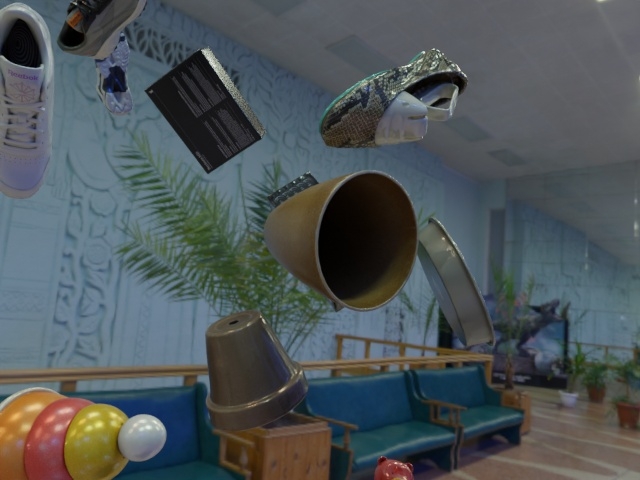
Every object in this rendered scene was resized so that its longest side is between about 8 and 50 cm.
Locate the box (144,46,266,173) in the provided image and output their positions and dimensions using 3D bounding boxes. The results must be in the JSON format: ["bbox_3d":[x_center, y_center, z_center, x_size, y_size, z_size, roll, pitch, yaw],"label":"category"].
[{"bbox_3d":[-0.294,-0.337,1.305,0.184,0.261,0.103,-30,20,13],"label":"box"}]

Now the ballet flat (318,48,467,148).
[{"bbox_3d":[0.206,-0.316,1.143,0.182,0.164,0.483,34,48,20],"label":"ballet flat"}]

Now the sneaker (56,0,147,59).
[{"bbox_3d":[-0.436,-0.464,0.992,0.271,0.100,0.108,-39,-1,35],"label":"sneaker"}]

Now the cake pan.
[{"bbox_3d":[0.271,0.093,1.044,0.054,0.293,0.293,-24,-10,4],"label":"cake pan"}]

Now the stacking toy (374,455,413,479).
[{"bbox_3d":[0.282,0.608,1.146,0.308,0.130,0.279,21,-19,-15],"label":"stacking toy"}]

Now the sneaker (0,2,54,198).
[{"bbox_3d":[-0.478,-0.212,0.775,0.114,0.305,0.152,-1,15,-31],"label":"sneaker"}]

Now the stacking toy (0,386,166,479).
[{"bbox_3d":[-0.638,0.569,1.369,0.479,0.351,0.350,-10,-11,16],"label":"stacking toy"}]

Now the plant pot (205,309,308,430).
[{"bbox_3d":[-0.185,0.309,1.260,0.263,0.229,0.263,-15,11,3],"label":"plant pot"}]

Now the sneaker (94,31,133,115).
[{"bbox_3d":[-0.588,-0.469,1.397,0.094,0.235,0.153,-19,20,-31],"label":"sneaker"}]

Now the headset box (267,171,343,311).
[{"bbox_3d":[0.000,0.000,1.273,0.131,0.283,0.246,-33,-29,-12],"label":"headset box"}]

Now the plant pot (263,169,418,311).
[{"bbox_3d":[0.010,-0.006,0.932,0.237,0.237,0.254,11,-3,-37],"label":"plant pot"}]
